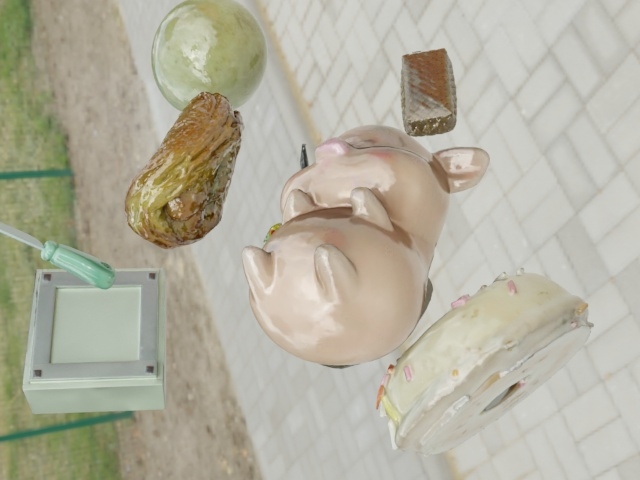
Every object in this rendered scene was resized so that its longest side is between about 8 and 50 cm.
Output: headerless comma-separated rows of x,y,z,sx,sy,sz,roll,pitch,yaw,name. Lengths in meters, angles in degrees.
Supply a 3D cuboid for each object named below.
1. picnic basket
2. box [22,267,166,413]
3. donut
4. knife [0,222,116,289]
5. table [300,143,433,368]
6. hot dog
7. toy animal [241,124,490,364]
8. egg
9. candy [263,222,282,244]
0.207,-0.291,1.618,0.055,0.110,0.193,68,-162,-54,picnic basket
-0.381,0.167,1.441,0.117,0.224,0.225,104,163,-57,box
0.255,0.194,1.337,0.142,0.382,0.383,54,142,25,donut
-0.412,0.000,1.194,0.035,0.260,0.063,-59,21,6,knife
0.064,0.019,1.388,0.249,0.317,0.317,104,147,-41,table
-0.194,-0.105,1.261,0.272,0.122,0.196,-70,-4,-52,hot dog
0.035,-0.001,0.714,0.166,0.250,0.154,4,131,26,toy animal
-0.220,-0.344,1.617,0.295,0.218,0.219,-34,65,61,egg
0.000,0.000,1.280,0.058,0.193,0.062,-34,66,51,candy
